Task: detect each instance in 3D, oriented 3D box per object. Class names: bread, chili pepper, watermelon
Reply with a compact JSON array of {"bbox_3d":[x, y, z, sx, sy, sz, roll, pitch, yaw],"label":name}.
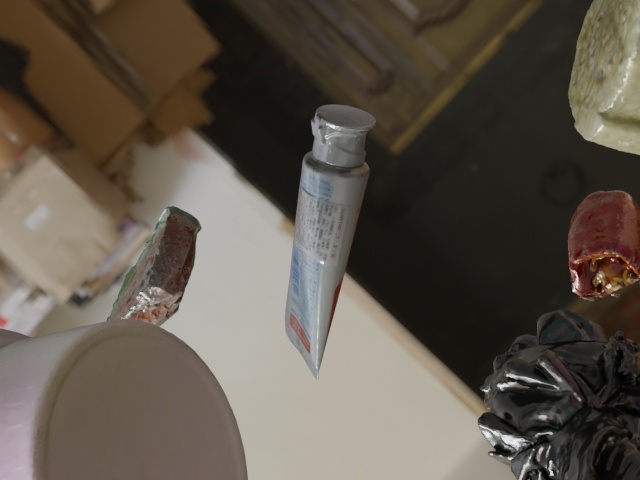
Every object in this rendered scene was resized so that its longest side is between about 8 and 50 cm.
[{"bbox_3d":[0.239,-0.121,1.030,0.134,0.141,0.148,-96,-159,-60],"label":"bread"},{"bbox_3d":[0.269,0.000,1.574,0.073,0.070,0.123,-55,-171,30],"label":"chili pepper"},{"bbox_3d":[-0.188,0.058,1.940,0.187,0.071,0.139,-62,-168,6],"label":"watermelon"}]

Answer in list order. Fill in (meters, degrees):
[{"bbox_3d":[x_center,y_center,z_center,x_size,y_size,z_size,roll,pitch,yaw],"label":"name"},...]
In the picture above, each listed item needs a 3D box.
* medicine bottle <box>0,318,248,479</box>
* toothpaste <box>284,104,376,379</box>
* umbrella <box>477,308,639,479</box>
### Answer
[{"bbox_3d":[-0.224,0.177,1.128,0.302,0.241,0.241,-16,-157,35],"label":"medicine bottle"},{"bbox_3d":[0.000,0.000,1.436,0.089,0.057,0.234,-126,-137,-56],"label":"toothpaste"},{"bbox_3d":[0.201,0.163,1.259,0.154,0.128,0.337,-14,-157,7],"label":"umbrella"}]
